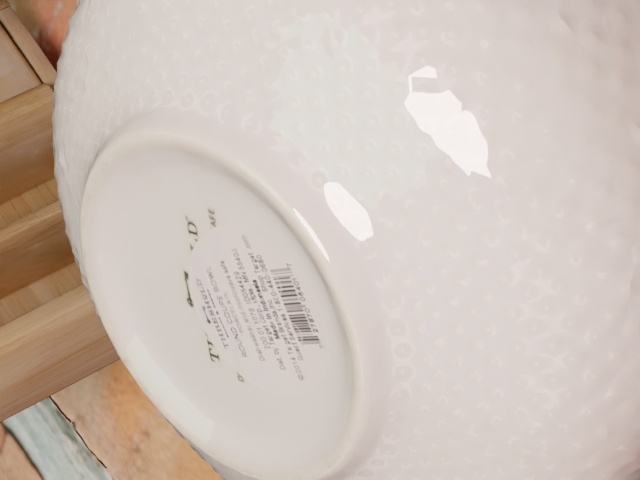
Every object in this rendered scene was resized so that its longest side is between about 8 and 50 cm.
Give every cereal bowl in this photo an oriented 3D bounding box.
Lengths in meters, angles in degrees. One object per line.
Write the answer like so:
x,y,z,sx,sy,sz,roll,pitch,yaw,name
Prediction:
0.000,0.000,0.654,0.339,0.141,0.339,25,130,34,cereal bowl

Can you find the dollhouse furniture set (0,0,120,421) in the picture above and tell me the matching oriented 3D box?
-0.216,-0.117,0.810,0.256,0.362,0.394,52,161,32,dollhouse furniture set
